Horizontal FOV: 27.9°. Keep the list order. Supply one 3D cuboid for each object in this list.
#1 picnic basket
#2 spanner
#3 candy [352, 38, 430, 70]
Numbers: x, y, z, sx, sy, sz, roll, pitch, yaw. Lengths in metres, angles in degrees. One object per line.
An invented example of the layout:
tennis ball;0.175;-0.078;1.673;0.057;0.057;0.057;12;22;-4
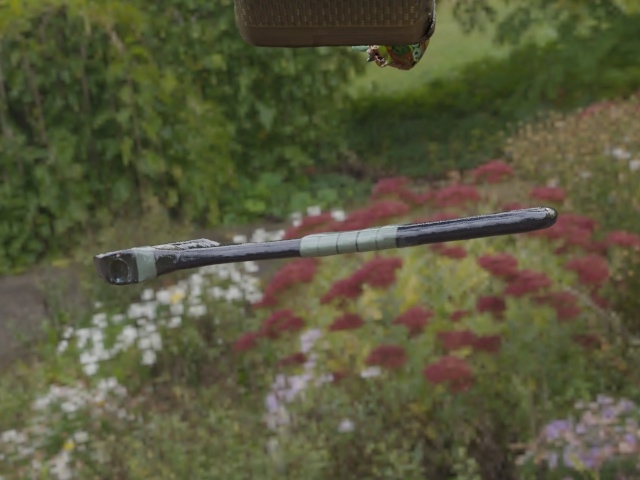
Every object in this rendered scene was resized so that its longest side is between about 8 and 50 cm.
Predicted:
picnic basket;0.010;-0.290;1.002;0.165;0.266;0.139;-1;-24;4
spanner;0.000;0.000;0.858;0.316;0.024;0.087;-7;3;16
candy;0.060;-0.199;1.309;0.061;0.060;0.201;-10;8;-12
